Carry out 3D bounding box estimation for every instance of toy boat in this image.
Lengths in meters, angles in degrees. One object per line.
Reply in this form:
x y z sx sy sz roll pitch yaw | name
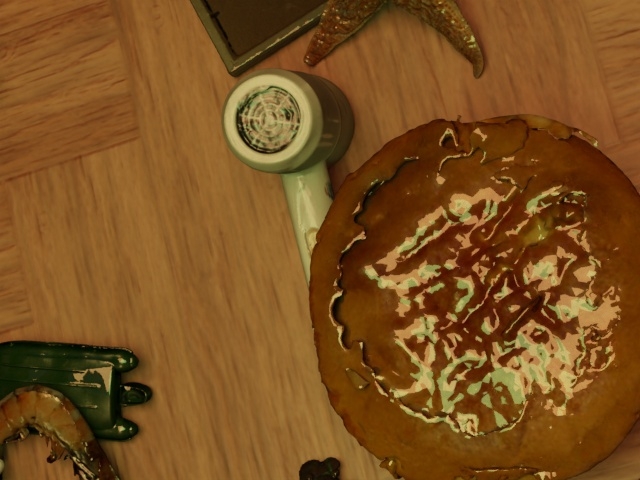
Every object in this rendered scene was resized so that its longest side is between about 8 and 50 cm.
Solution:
-0.284 0.159 2.035 0.210 0.052 0.104 3 101 17 | toy boat

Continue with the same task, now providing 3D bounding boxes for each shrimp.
-0.287 0.250 2.021 0.148 0.035 0.195 -31 94 23 | shrimp

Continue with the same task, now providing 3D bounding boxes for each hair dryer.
0.000 0.000 1.945 0.107 0.173 0.357 -16 89 14 | hair dryer

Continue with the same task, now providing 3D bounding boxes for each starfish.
0.051 -0.273 1.981 0.231 0.048 0.295 -26 112 29 | starfish

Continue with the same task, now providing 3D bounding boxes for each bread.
0.165 0.063 1.854 0.337 0.204 0.358 -4 82 12 | bread

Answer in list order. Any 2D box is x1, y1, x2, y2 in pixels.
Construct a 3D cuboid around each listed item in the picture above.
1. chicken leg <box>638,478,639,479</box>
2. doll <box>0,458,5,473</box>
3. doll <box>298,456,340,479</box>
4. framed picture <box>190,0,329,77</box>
0.320 0.337 1.817 0.158 0.096 0.407 36 94 23 | chicken leg
-0.379 0.268 2.019 0.135 0.071 0.113 -34 89 33 | doll
-0.011 0.305 1.933 0.139 0.057 0.165 -13 68 15 | doll
-0.071 -0.381 2.091 0.247 0.022 0.335 -32 73 7 | framed picture
